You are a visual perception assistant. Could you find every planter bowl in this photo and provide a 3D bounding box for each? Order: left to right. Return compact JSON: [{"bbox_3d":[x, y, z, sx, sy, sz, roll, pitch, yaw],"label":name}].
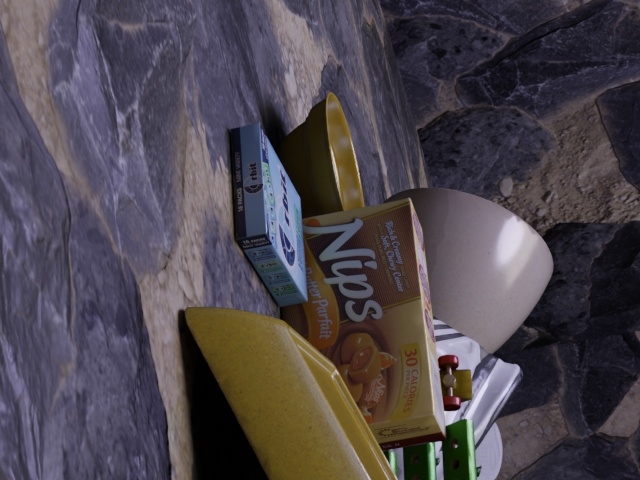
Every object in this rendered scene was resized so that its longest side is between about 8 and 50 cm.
[{"bbox_3d":[-0.005,-0.091,1.967,0.217,0.090,0.217,-11,90,-79],"label":"planter bowl"}]

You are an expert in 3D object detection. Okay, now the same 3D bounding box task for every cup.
[{"bbox_3d":[0.215,0.100,2.488,0.237,0.331,0.331,-65,151,-29],"label":"cup"}]

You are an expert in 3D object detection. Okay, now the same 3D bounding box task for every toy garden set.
[{"bbox_3d":[0.113,0.274,1.804,0.049,0.244,0.204,23,53,-36],"label":"toy garden set"}]

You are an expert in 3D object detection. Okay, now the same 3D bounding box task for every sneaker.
[{"bbox_3d":[0.096,0.269,2.068,0.447,0.257,0.169,-48,169,-46],"label":"sneaker"},{"bbox_3d":[0.187,0.365,2.278,0.296,0.147,0.104,-29,105,-58],"label":"sneaker"}]

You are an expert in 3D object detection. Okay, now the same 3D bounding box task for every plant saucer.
[{"bbox_3d":[0.010,0.220,1.446,0.333,0.081,0.333,60,4,20],"label":"plant saucer"}]

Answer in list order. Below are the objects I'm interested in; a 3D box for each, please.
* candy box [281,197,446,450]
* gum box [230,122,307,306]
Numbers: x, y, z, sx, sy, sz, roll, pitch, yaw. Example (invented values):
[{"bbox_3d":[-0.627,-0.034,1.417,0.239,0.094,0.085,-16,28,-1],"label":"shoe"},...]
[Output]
[{"bbox_3d":[0.049,0.110,1.791,0.087,0.183,0.316,65,18,-55],"label":"candy box"},{"bbox_3d":[-0.062,-0.029,1.736,0.184,0.041,0.157,61,21,-57],"label":"gum box"}]
